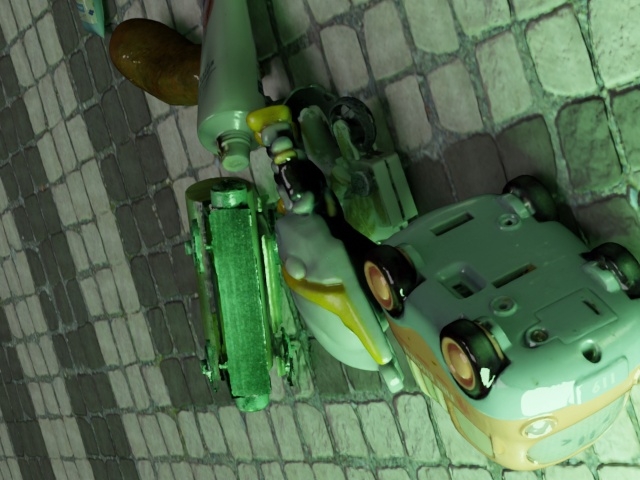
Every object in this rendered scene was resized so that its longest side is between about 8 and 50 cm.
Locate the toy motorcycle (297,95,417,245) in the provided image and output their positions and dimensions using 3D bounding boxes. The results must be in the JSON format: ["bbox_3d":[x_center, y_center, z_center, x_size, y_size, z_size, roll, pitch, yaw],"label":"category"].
[{"bbox_3d":[0.039,-0.041,1.476,0.151,0.074,0.228,-13,103,54],"label":"toy motorcycle"}]

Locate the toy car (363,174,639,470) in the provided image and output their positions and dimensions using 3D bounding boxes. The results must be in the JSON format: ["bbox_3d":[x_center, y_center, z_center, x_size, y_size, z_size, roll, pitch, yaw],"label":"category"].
[{"bbox_3d":[0.169,0.091,1.233,0.270,0.180,0.212,44,153,46],"label":"toy car"}]

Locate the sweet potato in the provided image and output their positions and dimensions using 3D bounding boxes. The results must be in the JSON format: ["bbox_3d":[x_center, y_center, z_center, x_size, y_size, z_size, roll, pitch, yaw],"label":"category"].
[{"bbox_3d":[-0.170,-0.216,1.733,0.292,0.097,0.097,23,125,44],"label":"sweet potato"}]

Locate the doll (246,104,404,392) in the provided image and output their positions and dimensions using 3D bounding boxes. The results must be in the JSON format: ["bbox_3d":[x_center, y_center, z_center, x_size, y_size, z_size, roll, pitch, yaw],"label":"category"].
[{"bbox_3d":[0.008,0.009,1.384,0.316,0.103,0.145,67,157,16],"label":"doll"}]

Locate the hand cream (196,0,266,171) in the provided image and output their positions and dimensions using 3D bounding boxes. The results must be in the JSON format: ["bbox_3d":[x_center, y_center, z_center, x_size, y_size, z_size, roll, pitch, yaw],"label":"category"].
[{"bbox_3d":[-0.111,-0.219,1.565,0.124,0.078,0.340,114,154,-50],"label":"hand cream"}]

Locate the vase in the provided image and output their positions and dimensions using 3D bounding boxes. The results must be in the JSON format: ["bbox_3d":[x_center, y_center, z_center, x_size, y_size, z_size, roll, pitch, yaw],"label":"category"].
[{"bbox_3d":[-0.043,-0.136,1.568,0.149,0.081,0.081,9,113,63],"label":"vase"}]

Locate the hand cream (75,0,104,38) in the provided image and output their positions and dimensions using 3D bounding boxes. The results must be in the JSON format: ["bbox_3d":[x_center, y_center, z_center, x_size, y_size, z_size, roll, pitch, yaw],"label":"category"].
[{"bbox_3d":[-0.338,-0.377,1.977,0.065,0.043,0.170,30,134,52],"label":"hand cream"}]

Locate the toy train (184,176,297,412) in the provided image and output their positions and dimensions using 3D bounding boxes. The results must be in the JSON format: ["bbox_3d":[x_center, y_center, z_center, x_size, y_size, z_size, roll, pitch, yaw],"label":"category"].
[{"bbox_3d":[-0.098,0.060,1.750,0.189,0.126,0.307,-93,-3,-71],"label":"toy train"}]
